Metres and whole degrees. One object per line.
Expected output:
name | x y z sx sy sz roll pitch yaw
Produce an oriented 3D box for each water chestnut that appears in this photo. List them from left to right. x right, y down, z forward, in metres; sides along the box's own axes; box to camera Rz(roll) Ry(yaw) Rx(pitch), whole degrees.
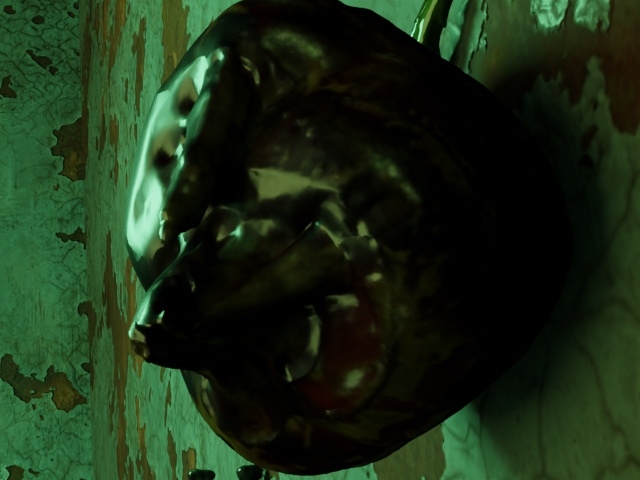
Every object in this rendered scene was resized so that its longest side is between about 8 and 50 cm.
water chestnut | 0.000 0.000 0.587 0.289 0.244 0.289 -177 90 -72

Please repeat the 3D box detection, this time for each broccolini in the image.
broccolini | 0.083 -0.155 0.672 0.054 0.051 0.239 46 129 30

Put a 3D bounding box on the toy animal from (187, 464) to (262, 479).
toy animal | -0.091 0.321 1.022 0.343 0.106 0.169 137 131 -59
